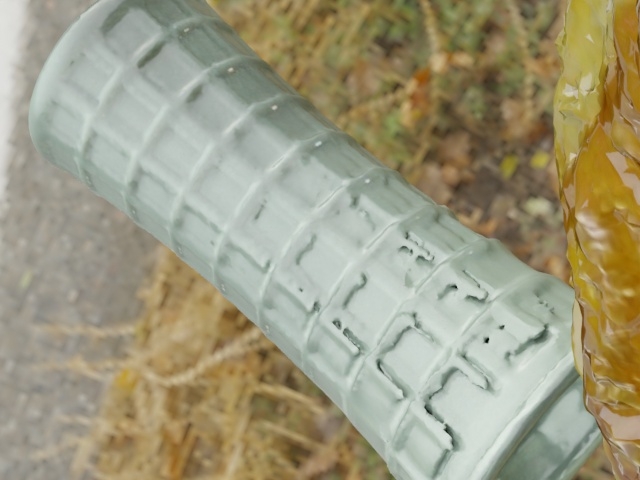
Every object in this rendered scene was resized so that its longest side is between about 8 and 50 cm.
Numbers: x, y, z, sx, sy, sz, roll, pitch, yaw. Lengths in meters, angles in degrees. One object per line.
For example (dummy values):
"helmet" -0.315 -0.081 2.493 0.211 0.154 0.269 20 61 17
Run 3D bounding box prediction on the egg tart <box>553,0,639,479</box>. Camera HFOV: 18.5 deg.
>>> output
"egg tart" 0.166 0.056 0.462 0.153 0.339 0.351 -21 70 -7

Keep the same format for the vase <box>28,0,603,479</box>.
"vase" 0.000 0.000 0.917 0.299 0.143 0.143 40 102 21
